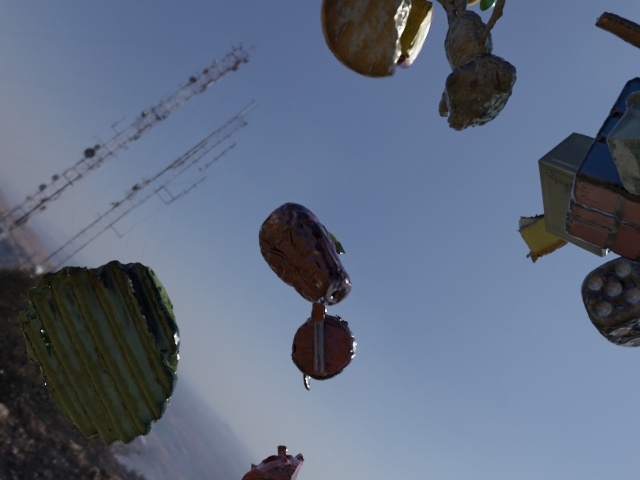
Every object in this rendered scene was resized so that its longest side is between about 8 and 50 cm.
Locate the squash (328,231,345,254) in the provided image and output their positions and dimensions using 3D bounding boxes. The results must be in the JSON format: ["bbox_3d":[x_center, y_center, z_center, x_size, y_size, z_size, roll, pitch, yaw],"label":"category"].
[{"bbox_3d":[0.000,0.000,2.134,0.224,0.094,0.094,24,-28,30],"label":"squash"}]

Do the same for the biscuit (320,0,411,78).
[{"bbox_3d":[0.105,-0.514,1.316,0.213,0.274,0.091,14,14,-13],"label":"biscuit"}]

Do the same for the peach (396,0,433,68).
[{"bbox_3d":[0.209,-0.516,1.452,0.092,0.127,0.172,27,-57,16],"label":"peach"}]

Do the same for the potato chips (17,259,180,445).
[{"bbox_3d":[-0.478,0.251,1.310,0.070,0.358,0.429,-56,125,-80],"label":"potato chips"}]

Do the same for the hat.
[{"bbox_3d":[0.009,0.219,1.195,0.227,0.129,0.140,73,-6,-71],"label":"hat"}]

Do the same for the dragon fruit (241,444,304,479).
[{"bbox_3d":[-0.134,0.673,1.665,0.134,0.211,0.262,27,-59,15],"label":"dragon fruit"}]

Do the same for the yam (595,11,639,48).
[{"bbox_3d":[0.751,-0.451,1.335,0.264,0.046,0.046,36,-21,19],"label":"yam"}]

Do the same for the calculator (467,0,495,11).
[{"bbox_3d":[0.347,-0.630,1.347,0.235,0.146,0.032,39,12,-34],"label":"calculator"}]

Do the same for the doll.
[{"bbox_3d":[0.218,-0.297,0.866,0.091,0.285,0.203,13,-9,-24],"label":"doll"}]

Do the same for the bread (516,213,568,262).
[{"bbox_3d":[0.773,-0.023,2.051,0.152,0.127,0.147,-27,-72,31],"label":"bread"}]

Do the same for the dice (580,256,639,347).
[{"bbox_3d":[0.798,0.158,1.503,0.182,0.181,0.183,28,-46,-27],"label":"dice"}]

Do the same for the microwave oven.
[{"bbox_3d":[0.797,-0.141,1.734,0.237,0.181,0.295,38,-21,47],"label":"microwave oven"}]

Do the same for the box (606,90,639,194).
[{"bbox_3d":[0.589,-0.152,0.941,0.162,0.130,0.227,53,-14,-29],"label":"box"}]

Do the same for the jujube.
[{"bbox_3d":[-0.044,0.047,1.706,0.342,0.216,0.216,48,-15,28],"label":"jujube"}]

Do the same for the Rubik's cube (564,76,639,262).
[{"bbox_3d":[0.717,-0.127,1.246,0.283,0.288,0.293,27,-17,25],"label":"Rubik's cube"}]
